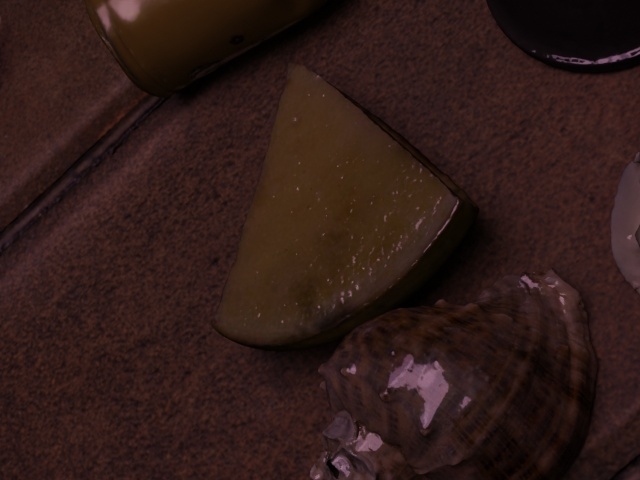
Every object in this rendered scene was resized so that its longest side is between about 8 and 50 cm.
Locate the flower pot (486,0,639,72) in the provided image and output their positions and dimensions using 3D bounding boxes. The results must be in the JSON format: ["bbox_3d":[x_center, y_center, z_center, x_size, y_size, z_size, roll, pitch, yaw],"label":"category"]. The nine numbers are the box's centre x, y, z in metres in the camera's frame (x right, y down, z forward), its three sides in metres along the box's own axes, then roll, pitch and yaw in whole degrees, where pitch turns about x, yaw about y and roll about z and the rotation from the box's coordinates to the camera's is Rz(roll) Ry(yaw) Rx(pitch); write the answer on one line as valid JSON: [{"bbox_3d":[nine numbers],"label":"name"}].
[{"bbox_3d":[0.252,-0.310,1.390,0.269,0.166,0.269,-9,71,26],"label":"flower pot"}]

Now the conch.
[{"bbox_3d":[0.115,0.136,1.315,0.291,0.159,0.210,-44,59,5],"label":"conch"}]

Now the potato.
[{"bbox_3d":[0.000,0.000,1.445,0.255,0.112,0.269,-51,54,7],"label":"potato"}]

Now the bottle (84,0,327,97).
[{"bbox_3d":[-0.061,-0.298,1.540,0.351,0.171,0.172,-26,64,14],"label":"bottle"}]

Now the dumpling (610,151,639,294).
[{"bbox_3d":[0.326,0.011,1.290,0.155,0.111,0.181,-33,50,48],"label":"dumpling"}]
